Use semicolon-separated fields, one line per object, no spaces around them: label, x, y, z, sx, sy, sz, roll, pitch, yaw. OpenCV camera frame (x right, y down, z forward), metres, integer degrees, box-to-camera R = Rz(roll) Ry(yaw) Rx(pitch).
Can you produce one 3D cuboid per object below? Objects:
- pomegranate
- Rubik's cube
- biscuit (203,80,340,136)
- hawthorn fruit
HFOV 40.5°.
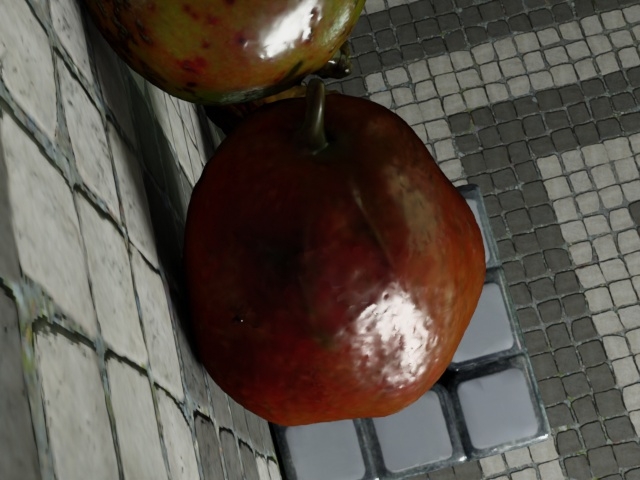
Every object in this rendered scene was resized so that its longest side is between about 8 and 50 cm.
pomegranate;-0.061;-0.202;0.525;0.198;0.198;0.246;-105;-175;-58
Rubik's cube;0.078;0.123;1.083;0.305;0.300;0.304;58;18;-86
biscuit;-0.024;-0.134;1.082;0.289;0.081;0.334;38;-12;-8
hawthorn fruit;0.000;0.000;0.602;0.261;0.224;0.224;72;2;-51
